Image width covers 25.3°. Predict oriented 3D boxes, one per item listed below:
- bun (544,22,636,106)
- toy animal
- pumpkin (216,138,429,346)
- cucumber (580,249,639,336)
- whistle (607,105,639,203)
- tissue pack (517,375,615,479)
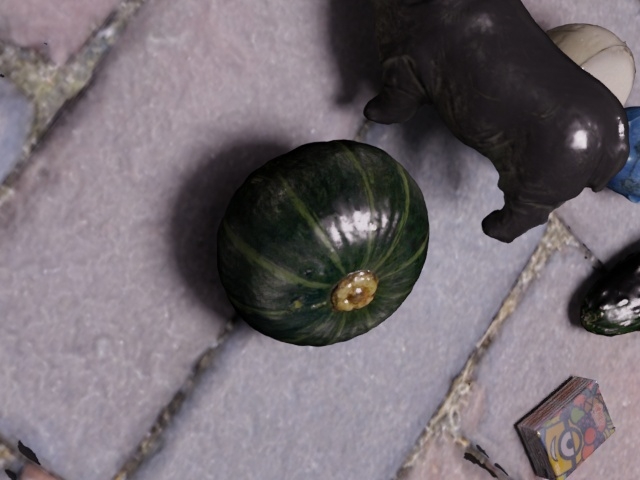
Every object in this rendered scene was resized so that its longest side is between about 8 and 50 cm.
[{"bbox_3d":[0.194,-0.130,1.217,0.138,0.094,0.138,-33,147,-25],"label":"bun"},{"bbox_3d":[0.098,-0.161,1.097,0.343,0.168,0.106,57,35,-6],"label":"toy animal"},{"bbox_3d":[0.002,0.001,1.073,0.167,0.167,0.125,5,49,-34],"label":"pumpkin"},{"bbox_3d":[0.360,0.006,1.349,0.303,0.072,0.081,-38,71,-25],"label":"cucumber"},{"bbox_3d":[0.300,-0.082,1.293,0.158,0.090,0.090,-11,101,-32],"label":"whistle"},{"bbox_3d":[0.225,0.172,1.300,0.083,0.035,0.063,-35,113,-28],"label":"tissue pack"}]
